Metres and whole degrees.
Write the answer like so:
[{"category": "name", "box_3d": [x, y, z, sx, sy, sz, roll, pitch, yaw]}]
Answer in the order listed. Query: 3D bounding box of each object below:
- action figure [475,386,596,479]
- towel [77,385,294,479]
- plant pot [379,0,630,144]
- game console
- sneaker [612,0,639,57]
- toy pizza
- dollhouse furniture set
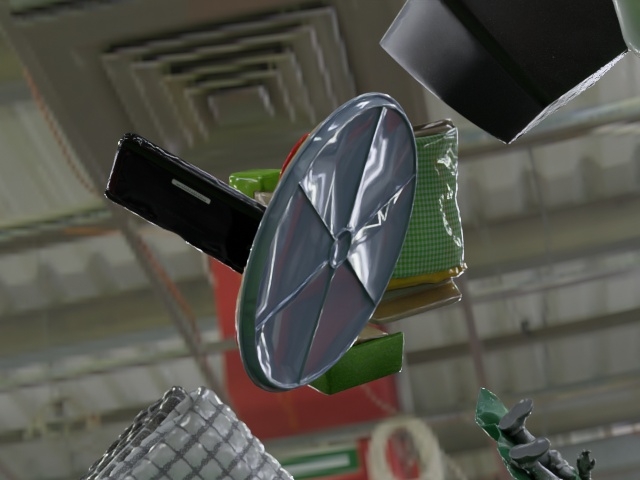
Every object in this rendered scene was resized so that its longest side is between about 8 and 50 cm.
[{"category": "action figure", "box_3d": [0.222, 0.231, 1.382, 0.063, 0.137, 0.232, -29, -51, 13]}, {"category": "towel", "box_3d": [-0.119, 0.280, 1.158, 0.235, 0.284, 0.121, 51, -24, -15]}, {"category": "plant pot", "box_3d": [0.198, -0.208, 1.550, 0.188, 0.167, 0.187, -36, -4, -18]}, {"category": "game console", "box_3d": [-0.085, -0.035, 1.139, 0.122, 0.071, 0.107, 29, -38, 3]}, {"category": "sneaker", "box_3d": [0.179, -0.087, 0.640, 0.094, 0.258, 0.091, -33, 2, -38]}, {"category": "toy pizza", "box_3d": [0.000, 0.000, 0.999, 0.032, 0.201, 0.201, 22, -20, 25]}, {"category": "dollhouse furniture set", "box_3d": [0.073, 0.005, 1.578, 0.301, 0.198, 0.151, -15, 22, -38]}]
